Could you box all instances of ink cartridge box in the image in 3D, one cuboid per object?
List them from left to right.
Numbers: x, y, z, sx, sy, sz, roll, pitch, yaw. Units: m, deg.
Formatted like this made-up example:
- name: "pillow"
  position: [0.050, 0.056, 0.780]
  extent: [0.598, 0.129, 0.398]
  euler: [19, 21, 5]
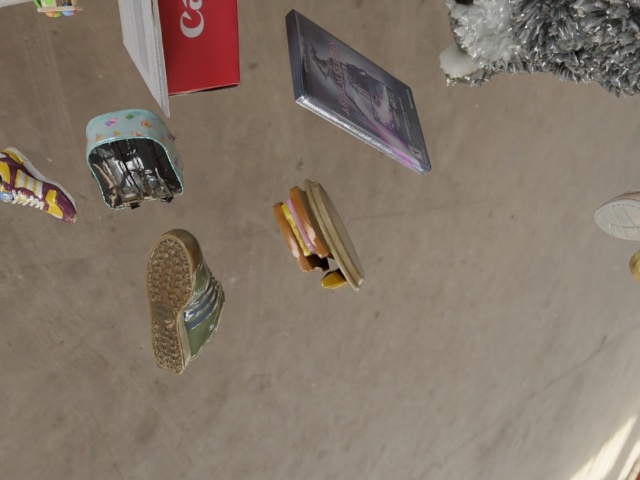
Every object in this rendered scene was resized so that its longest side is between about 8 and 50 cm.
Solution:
- name: "ink cartridge box"
  position: [-0.186, -0.356, 0.953]
  extent: [0.130, 0.272, 0.310]
  euler: [-14, 131, -19]

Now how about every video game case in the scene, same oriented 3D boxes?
- name: "video game case"
  position: [0.061, -0.232, 1.169]
  extent: [0.274, 0.196, 0.026]
  euler: [25, 133, -36]

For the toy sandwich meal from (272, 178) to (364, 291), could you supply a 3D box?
- name: "toy sandwich meal"
  position: [0.000, 0.000, 0.459]
  extent: [0.029, 0.086, 0.085]
  euler: [-25, 144, 7]

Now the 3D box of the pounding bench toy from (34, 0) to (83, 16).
- name: "pounding bench toy"
  position: [-0.386, -0.349, 1.040]
  extent: [0.052, 0.083, 0.065]
  euler: [-105, -169, -72]

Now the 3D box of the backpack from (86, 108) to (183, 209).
- name: "backpack"
  position: [-0.351, -0.164, 1.384]
  extent: [0.188, 0.165, 0.145]
  euler: [77, 4, -62]

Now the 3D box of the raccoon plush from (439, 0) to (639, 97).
- name: "raccoon plush"
  position: [0.278, -0.148, 0.672]
  extent: [0.216, 0.447, 0.299]
  euler: [-25, 170, -17]

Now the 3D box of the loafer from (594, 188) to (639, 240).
- name: "loafer"
  position: [0.297, -0.029, 0.639]
  extent: [0.039, 0.125, 0.045]
  euler: [-41, 103, -23]

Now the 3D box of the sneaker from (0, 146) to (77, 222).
- name: "sneaker"
  position: [-0.514, -0.082, 1.297]
  extent: [0.084, 0.185, 0.070]
  euler: [-46, 171, -44]

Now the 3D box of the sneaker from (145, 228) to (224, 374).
- name: "sneaker"
  position: [-0.148, 0.057, 0.841]
  extent: [0.086, 0.064, 0.192]
  euler: [-41, 147, -49]

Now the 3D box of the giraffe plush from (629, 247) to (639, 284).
- name: "giraffe plush"
  position: [0.526, 0.003, 0.933]
  extent: [0.181, 0.170, 0.210]
  euler: [-76, -172, -73]

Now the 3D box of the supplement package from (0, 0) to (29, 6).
- name: "supplement package"
  position: [-0.126, -0.188, 0.257]
  extent: [0.105, 0.105, 0.180]
  euler: [-9, 97, -63]
